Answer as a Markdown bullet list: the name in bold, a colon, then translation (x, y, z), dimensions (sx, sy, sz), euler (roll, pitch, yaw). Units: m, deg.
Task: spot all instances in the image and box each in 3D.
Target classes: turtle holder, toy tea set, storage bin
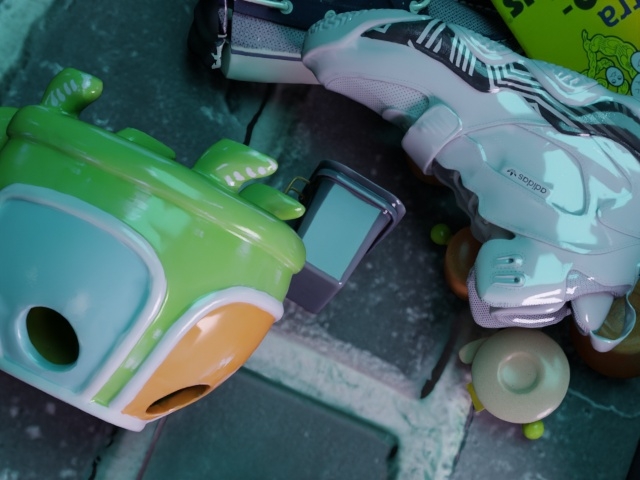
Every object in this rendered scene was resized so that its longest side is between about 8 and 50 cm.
- **turtle holder**: translation (-0.183, 0.005, 1.178), dimensions (0.320, 0.243, 0.227), euler (26, 84, -9)
- **toy tea set**: translation (0.197, 0.008, 1.399), dimensions (0.200, 0.124, 0.336), euler (-20, 74, 5)
- **storage bin**: translation (0.000, 0.000, 1.308), dimensions (0.098, 0.135, 0.091), euler (32, 69, -2)

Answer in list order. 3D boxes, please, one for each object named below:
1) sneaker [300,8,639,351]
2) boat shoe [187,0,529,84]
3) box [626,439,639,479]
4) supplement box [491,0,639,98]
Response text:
- **sneaker**: translation (0.130, -0.052, 1.280), dimensions (0.366, 0.137, 0.210), euler (21, 80, 7)
- **boat shoe**: translation (0.055, -0.231, 1.397), dimensions (0.340, 0.158, 0.127), euler (-2, 35, -19)
- **box**: translation (0.491, 0.247, 1.257), dimensions (0.395, 0.293, 0.212), euler (29, 59, -4)
- **supplement box**: translation (0.285, -0.267, 1.434), dimensions (0.356, 0.194, 0.195), euler (57, 35, 5)
